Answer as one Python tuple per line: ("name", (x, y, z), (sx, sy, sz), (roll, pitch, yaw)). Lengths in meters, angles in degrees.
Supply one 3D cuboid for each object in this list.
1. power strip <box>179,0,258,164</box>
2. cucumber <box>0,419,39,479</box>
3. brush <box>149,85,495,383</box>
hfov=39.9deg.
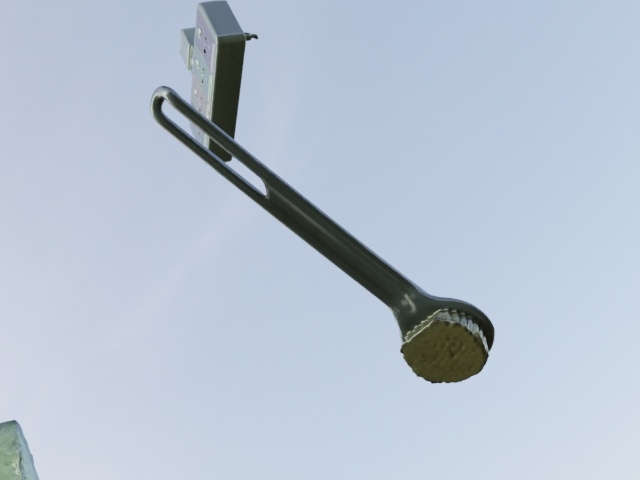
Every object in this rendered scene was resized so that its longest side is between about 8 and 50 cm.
("power strip", (-0.142, -0.223, 1.164), (0.061, 0.145, 0.216), (-12, -36, -23))
("cucumber", (-0.249, 0.222, 0.697), (0.062, 0.116, 0.115), (-19, -72, -13))
("brush", (0.000, 0.000, 0.539), (0.266, 0.027, 0.062), (39, -53, -11))
